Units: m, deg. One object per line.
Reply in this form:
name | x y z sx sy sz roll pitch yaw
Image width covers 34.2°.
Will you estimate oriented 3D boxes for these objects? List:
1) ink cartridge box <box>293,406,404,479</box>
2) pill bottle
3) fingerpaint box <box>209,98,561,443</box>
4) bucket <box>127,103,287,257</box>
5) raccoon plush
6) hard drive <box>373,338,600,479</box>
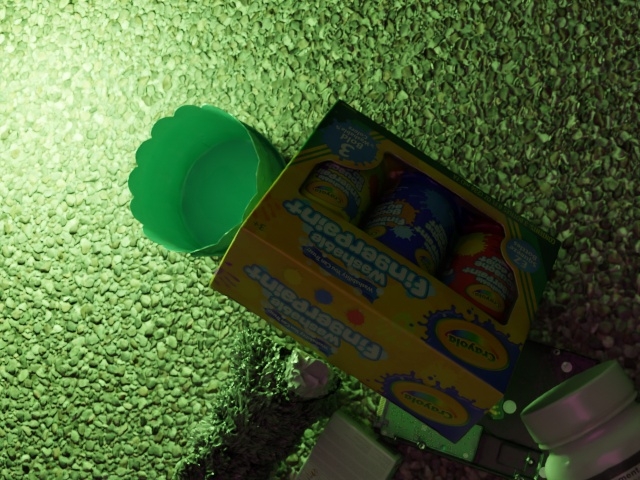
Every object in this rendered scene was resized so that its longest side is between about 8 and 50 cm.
ink cartridge box | 0.048 0.411 1.854 0.145 0.045 0.179 37 114 21
pill bottle | 0.470 0.376 1.569 0.204 0.204 0.361 -33 83 13
fingerpaint box | 0.115 0.034 1.621 0.445 0.371 0.163 33 135 1
bucket | -0.198 -0.099 1.936 0.281 0.183 0.281 -4 80 21
raccoon plush | -0.128 0.313 1.734 0.216 0.446 0.299 30 80 9
hard drive | 0.277 0.267 1.766 0.339 0.064 0.237 15 87 21
